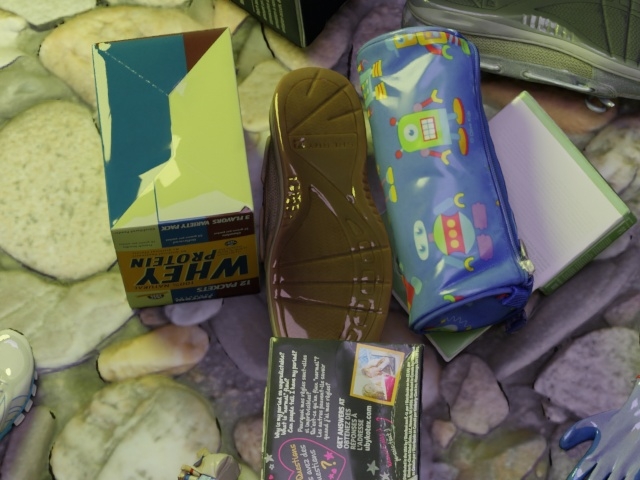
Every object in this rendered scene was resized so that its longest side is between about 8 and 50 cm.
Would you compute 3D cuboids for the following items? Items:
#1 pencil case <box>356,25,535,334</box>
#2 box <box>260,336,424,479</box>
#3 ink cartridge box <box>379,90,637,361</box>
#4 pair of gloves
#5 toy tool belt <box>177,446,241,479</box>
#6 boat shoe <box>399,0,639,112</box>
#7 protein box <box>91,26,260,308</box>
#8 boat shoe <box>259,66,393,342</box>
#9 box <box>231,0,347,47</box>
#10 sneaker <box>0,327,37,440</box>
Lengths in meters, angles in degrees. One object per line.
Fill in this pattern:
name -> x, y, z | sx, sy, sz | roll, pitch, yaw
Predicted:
pencil case -> 0.122, -0.058, 1.919 | 0.133, 0.119, 0.306 | -17, 74, 19
box -> 0.019, 0.205, 1.788 | 0.142, 0.247, 0.163 | 2, 67, 3
ink cartridge box -> 0.173, -0.011, 1.987 | 0.235, 0.056, 0.171 | -41, 71, 7
pair of gloves -> 0.330, 0.221, 1.903 | 0.198, 0.023, 0.159 | 31, 70, 12
toy tool belt -> -0.116, 0.236, 1.889 | 0.051, 0.052, 0.083 | 13, 60, 40
boat shoe -> 0.240, -0.204, 2.053 | 0.320, 0.103, 0.118 | 13, 48, 0
protein box -> -0.139, -0.067, 1.929 | 0.136, 0.201, 0.200 | -7, 67, -3
boat shoe -> 0.000, 0.000, 1.953 | 0.121, 0.110, 0.341 | 5, 63, -10
box -> -0.081, -0.448, 2.071 | 0.395, 0.212, 0.293 | 36, 72, 19
sneaker -> -0.329, 0.165, 1.897 | 0.071, 0.083, 0.191 | 17, 67, 9
